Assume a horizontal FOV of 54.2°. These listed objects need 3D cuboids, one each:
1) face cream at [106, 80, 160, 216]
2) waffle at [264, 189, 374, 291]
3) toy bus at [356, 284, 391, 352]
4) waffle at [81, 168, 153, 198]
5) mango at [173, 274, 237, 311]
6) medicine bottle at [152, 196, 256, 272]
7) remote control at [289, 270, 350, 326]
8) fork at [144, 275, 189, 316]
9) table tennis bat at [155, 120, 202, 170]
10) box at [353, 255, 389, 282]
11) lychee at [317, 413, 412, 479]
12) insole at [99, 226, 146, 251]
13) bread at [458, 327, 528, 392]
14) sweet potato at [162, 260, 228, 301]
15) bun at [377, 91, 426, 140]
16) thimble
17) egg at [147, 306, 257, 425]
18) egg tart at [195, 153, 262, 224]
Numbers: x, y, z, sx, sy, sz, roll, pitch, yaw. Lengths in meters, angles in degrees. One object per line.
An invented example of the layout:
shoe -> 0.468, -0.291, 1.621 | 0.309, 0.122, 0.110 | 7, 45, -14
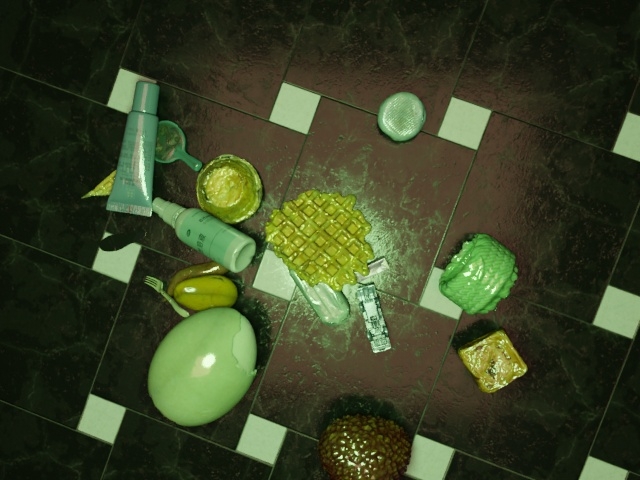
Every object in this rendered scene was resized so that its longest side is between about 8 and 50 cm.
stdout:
face cream -> -0.534, -0.270, 1.836 | 0.135, 0.086, 0.385 | 9, 92, 1
waffle -> 0.000, 0.001, 1.797 | 0.307, 0.060, 0.312 | -12, 70, -4
toy bus -> 0.153, 0.224, 1.817 | 0.064, 0.075, 0.190 | -15, 89, 3
waffle -> -0.617, -0.141, 1.892 | 0.191, 0.032, 0.125 | -39, 90, 6
mango -> -0.332, 0.150, 1.806 | 0.137, 0.195, 0.098 | -34, 54, 36
medicine bottle -> -0.352, -0.032, 1.805 | 0.352, 0.110, 0.110 | 29, 93, 23
remote control -> -0.004, 0.142, 1.840 | 0.104, 0.052, 0.247 | -35, 91, 5
fork -> -0.447, 0.163, 1.839 | 0.219, 0.028, 0.034 | 32, 103, 36
table tennis bat -> -0.437, -0.275, 1.874 | 0.201, 0.033, 0.124 | 37, 95, 7
box -> 0.141, 0.086, 1.828 | 0.117, 0.050, 0.036 | -26, 96, 3
lychee -> 0.132, 0.602, 1.754 | 0.271, 0.271, 0.271 | 0, 91, 4
insole -> -0.602, -0.004, 1.904 | 0.152, 0.002, 0.053 | -22, 89, 5
bread -> 0.486, 0.338, 1.763 | 0.158, 0.143, 0.149 | -27, 82, 4
sweet potato -> -0.358, 0.096, 1.860 | 0.281, 0.059, 0.067 | -22, 129, 8
bun -> 0.233, -0.358, 1.799 | 0.141, 0.083, 0.141 | 0, 101, 2
thimble -> 0.441, 0.093, 1.732 | 0.150, 0.219, 0.219 | 35, 93, -1
egg -> -0.314, 0.342, 1.752 | 0.278, 0.278, 0.336 | 43, 100, 2
egg tart -> -0.273, -0.151, 1.838 | 0.212, 0.090, 0.213 | 0, 87, 3
